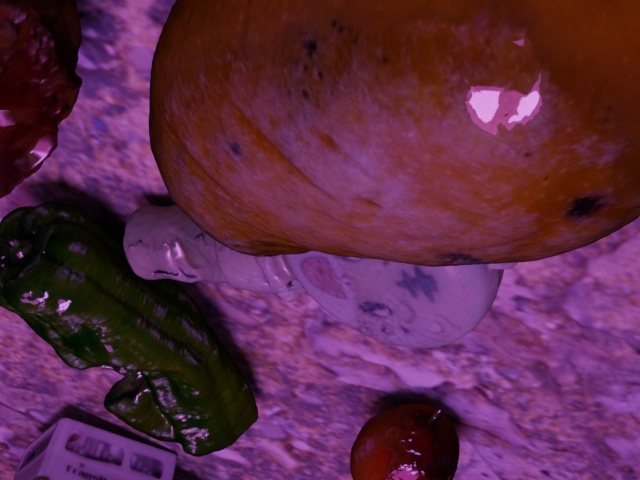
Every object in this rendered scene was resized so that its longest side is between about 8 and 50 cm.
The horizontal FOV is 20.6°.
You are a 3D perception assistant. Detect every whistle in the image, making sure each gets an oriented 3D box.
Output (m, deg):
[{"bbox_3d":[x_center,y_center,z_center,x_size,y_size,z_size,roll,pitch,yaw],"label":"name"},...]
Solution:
[{"bbox_3d":[0.000,0.000,0.968,0.258,0.067,0.126,-1,130,36],"label":"whistle"}]

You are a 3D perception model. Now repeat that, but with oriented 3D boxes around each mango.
[{"bbox_3d":[0.032,-0.073,0.760,0.329,0.176,0.176,1,107,55],"label":"mango"}]

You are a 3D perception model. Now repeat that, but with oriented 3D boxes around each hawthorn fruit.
[{"bbox_3d":[0.057,0.141,1.144,0.077,0.077,0.077,14,148,9],"label":"hawthorn fruit"}]

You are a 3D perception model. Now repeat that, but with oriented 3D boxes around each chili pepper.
[{"bbox_3d":[-0.115,0.062,1.110,0.099,0.083,0.253,2,149,28],"label":"chili pepper"}]

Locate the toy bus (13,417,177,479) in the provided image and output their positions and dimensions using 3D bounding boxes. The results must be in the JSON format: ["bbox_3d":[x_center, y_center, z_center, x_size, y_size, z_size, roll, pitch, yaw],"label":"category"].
[{"bbox_3d":[-0.102,0.251,1.344,0.302,0.139,0.113,23,149,-20],"label":"toy bus"}]

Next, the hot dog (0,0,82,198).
[{"bbox_3d":[-0.306,-0.122,0.838,0.387,0.174,0.267,25,146,-8],"label":"hot dog"}]
